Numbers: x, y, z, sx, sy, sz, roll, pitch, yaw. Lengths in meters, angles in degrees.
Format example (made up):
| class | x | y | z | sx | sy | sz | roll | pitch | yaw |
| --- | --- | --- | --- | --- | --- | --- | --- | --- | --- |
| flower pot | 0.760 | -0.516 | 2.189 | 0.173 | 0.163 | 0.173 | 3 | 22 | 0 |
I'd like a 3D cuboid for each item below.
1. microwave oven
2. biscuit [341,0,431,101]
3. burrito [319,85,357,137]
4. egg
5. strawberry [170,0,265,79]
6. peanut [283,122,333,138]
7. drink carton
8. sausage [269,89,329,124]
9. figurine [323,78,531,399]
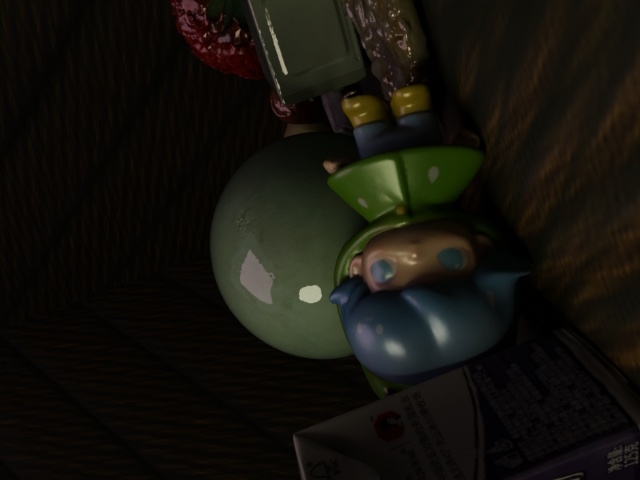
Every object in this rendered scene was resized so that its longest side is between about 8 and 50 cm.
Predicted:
| class | x | y | z | sx | sy | sz | roll | pitch | yaw |
| --- | --- | --- | --- | --- | --- | --- | --- | --- | --- |
| microwave oven | -0.026 | -0.283 | 0.736 | 0.205 | 0.129 | 0.163 | -115 | 7 | -61 |
| biscuit | 0.048 | -0.237 | 0.519 | 0.141 | 0.038 | 0.289 | 88 | 160 | -81 |
| burrito | 0.029 | -0.222 | 0.865 | 0.064 | 0.064 | 0.203 | 74 | 177 | -61 |
| egg | 0.000 | 0.000 | 0.719 | 0.389 | 0.276 | 0.276 | -111 | 2 | -75 |
| strawberry | -0.148 | -0.412 | 1.060 | 0.288 | 0.239 | 0.250 | 106 | 147 | -79 |
| peanut | -0.010 | -0.153 | 1.342 | 0.152 | 0.152 | 0.313 | -114 | 2 | -55 |
| drink carton | 0.106 | 0.173 | 0.394 | 0.102 | 0.222 | 0.134 | -113 | 4 | -58 |
| sausage | -0.016 | -0.234 | 0.946 | 0.197 | 0.076 | 0.076 | -28 | -82 | -64 |
| figurine | 0.081 | 0.004 | 0.468 | 0.143 | 0.162 | 0.263 | -12 | -88 | -82 |
